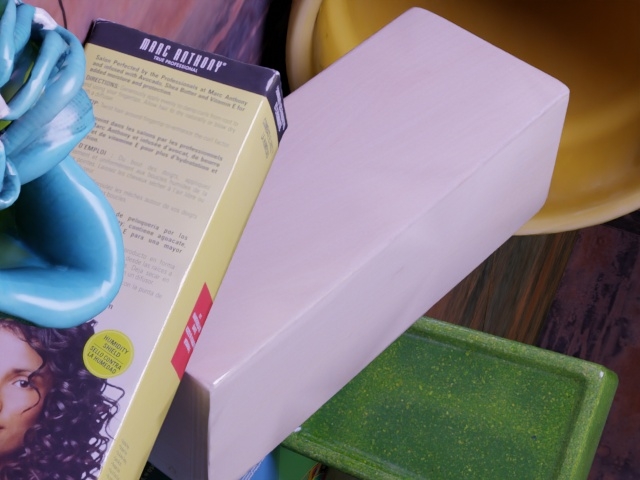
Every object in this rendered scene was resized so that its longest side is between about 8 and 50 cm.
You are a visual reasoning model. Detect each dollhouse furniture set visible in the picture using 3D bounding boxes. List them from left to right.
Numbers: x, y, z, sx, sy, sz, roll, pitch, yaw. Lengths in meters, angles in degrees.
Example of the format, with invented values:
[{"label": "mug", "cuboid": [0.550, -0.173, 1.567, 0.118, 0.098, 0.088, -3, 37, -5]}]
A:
[{"label": "dollhouse furniture set", "cuboid": [0.050, 0.196, 0.904, 0.197, 0.151, 0.301, 31, 78, -72]}]

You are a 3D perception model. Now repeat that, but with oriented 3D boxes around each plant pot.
[{"label": "plant pot", "cuboid": [0.117, -0.172, 0.985, 0.254, 0.254, 0.239, 95, 2, -46]}]

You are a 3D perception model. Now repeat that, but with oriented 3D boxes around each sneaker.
[{"label": "sneaker", "cuboid": [-0.110, -0.058, 0.417, 0.275, 0.110, 0.107, 80, 31, -64]}]

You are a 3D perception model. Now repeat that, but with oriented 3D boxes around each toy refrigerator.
[{"label": "toy refrigerator", "cuboid": [0.000, 0.000, 0.807, 0.269, 0.102, 0.094, -40, 150, -35]}]

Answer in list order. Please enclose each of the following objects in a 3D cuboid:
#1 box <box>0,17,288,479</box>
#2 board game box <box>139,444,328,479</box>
[{"label": "box", "cuboid": [-0.093, 0.029, 0.666, 0.058, 0.087, 0.232, 77, 32, -67]}, {"label": "board game box", "cuboid": [-0.082, 0.212, 0.907, 0.254, 0.079, 0.336, -52, 154, -46]}]
